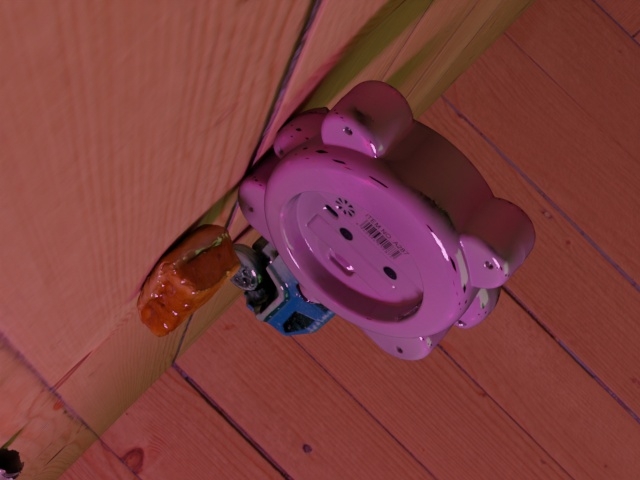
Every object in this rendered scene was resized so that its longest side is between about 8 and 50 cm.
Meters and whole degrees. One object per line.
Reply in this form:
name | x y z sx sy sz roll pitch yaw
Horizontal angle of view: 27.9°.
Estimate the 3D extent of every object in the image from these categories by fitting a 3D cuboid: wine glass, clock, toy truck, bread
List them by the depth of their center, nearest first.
clock | 0.052 -0.014 1.056 0.090 0.227 0.248 -48 -178 -27
bread | -0.119 0.036 1.135 0.074 0.053 0.132 -40 176 -29
wine glass | -0.333 0.245 1.311 0.083 0.042 0.039 -50 -146 39
toy truck | 0.000 0.000 1.579 0.155 0.156 0.279 -45 180 -36
